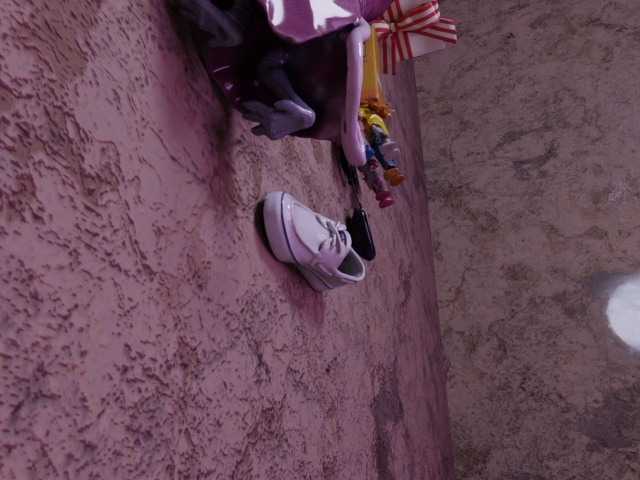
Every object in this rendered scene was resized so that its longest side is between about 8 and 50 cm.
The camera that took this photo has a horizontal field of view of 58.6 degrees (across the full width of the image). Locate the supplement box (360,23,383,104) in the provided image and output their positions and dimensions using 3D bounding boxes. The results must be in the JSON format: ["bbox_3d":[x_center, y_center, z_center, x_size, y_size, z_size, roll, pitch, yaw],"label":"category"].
[{"bbox_3d":[0.103,-0.406,1.361,0.080,0.078,0.233,49,37,-61],"label":"supplement box"}]

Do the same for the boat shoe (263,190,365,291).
[{"bbox_3d":[0.000,0.000,0.799,0.258,0.084,0.095,46,39,-63],"label":"boat shoe"}]

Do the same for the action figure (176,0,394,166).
[{"bbox_3d":[0.018,-0.298,0.664,0.370,0.276,0.248,-48,151,-35],"label":"action figure"}]

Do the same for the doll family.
[{"bbox_3d":[0.117,-0.201,1.190,0.263,0.118,0.163,57,7,-53],"label":"doll family"}]

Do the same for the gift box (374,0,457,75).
[{"bbox_3d":[0.207,-0.606,1.505,0.276,0.255,0.258,56,27,-43],"label":"gift box"}]

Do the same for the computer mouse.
[{"bbox_3d":[0.064,-0.074,1.149,0.071,0.041,0.242,20,55,-78],"label":"computer mouse"}]
